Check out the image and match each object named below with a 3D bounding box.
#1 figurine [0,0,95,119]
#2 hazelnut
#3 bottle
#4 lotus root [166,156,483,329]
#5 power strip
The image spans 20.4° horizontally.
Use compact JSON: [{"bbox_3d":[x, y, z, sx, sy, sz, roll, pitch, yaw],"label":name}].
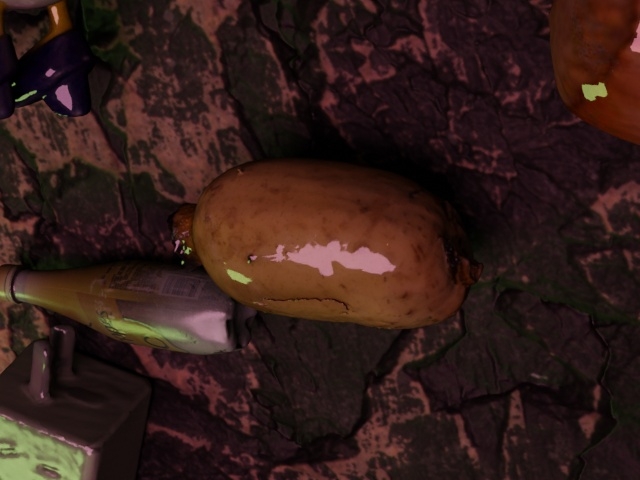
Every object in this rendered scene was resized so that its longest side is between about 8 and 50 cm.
[{"bbox_3d":[-0.277,-0.304,1.491,0.193,0.154,0.421,-1,102,51],"label":"figurine"},{"bbox_3d":[0.278,-0.170,1.336,0.214,0.176,0.214,3,104,12],"label":"hazelnut"},{"bbox_3d":[-0.194,0.057,1.710,0.269,0.083,0.083,7,118,23],"label":"bottle"},{"bbox_3d":[0.000,0.000,1.555,0.284,0.146,0.160,3,154,19],"label":"lotus root"},{"bbox_3d":[-0.259,0.189,1.770,0.140,0.139,0.224,22,122,12],"label":"power strip"}]
